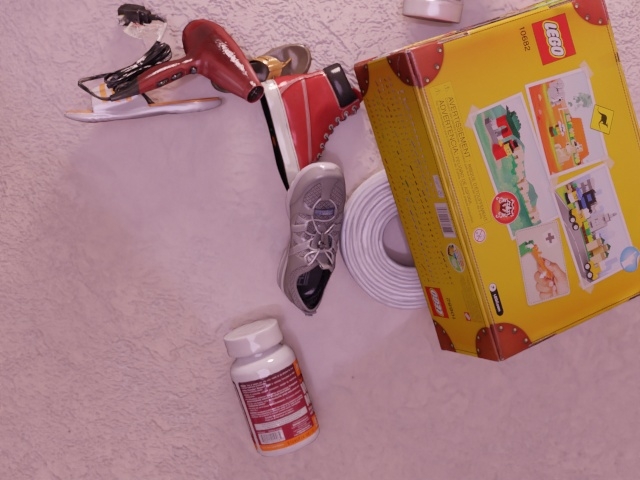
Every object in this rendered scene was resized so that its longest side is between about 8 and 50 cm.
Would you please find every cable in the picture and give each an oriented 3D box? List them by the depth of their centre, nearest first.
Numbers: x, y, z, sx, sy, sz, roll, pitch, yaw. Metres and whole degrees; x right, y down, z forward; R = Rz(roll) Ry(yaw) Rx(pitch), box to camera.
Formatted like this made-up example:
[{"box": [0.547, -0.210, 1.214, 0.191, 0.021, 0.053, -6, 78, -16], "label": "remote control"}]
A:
[{"box": [0.160, -0.005, 1.806, 0.257, 0.089, 0.257, -19, 98, 3], "label": "cable"}]

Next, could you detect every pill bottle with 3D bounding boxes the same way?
[{"box": [0.200, -0.470, 1.718, 0.119, 0.119, 0.208, 8, 99, -1], "label": "pill bottle"}, {"box": [-0.089, 0.258, 1.834, 0.121, 0.121, 0.221, -17, 99, 3], "label": "pill bottle"}]

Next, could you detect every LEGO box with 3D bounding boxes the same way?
[{"box": [0.318, -0.109, 1.673, 0.372, 0.193, 0.500, -21, 99, -21], "label": "LEGO box"}]

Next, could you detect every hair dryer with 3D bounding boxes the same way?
[{"box": [-0.232, -0.281, 1.727, 0.293, 0.080, 0.223, 11, 58, 8], "label": "hair dryer"}]

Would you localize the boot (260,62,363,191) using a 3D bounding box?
[{"box": [0.006, -0.174, 1.790, 0.176, 0.088, 0.244, -16, 108, -12], "label": "boot"}]

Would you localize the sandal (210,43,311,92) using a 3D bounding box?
[{"box": [-0.102, -0.290, 1.784, 0.180, 0.049, 0.072, -11, 99, 2], "label": "sandal"}]

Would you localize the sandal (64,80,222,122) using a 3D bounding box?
[{"box": [-0.303, -0.247, 1.774, 0.265, 0.102, 0.076, -7, 98, -7], "label": "sandal"}]

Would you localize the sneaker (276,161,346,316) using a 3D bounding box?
[{"box": [0.000, 0.000, 1.753, 0.105, 0.115, 0.281, -6, 125, -21], "label": "sneaker"}]
